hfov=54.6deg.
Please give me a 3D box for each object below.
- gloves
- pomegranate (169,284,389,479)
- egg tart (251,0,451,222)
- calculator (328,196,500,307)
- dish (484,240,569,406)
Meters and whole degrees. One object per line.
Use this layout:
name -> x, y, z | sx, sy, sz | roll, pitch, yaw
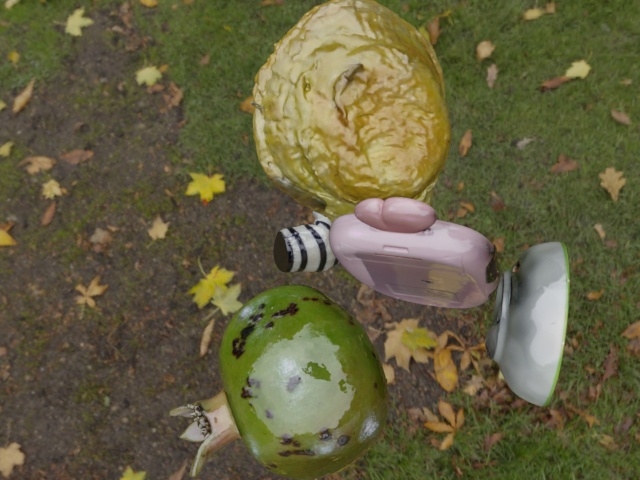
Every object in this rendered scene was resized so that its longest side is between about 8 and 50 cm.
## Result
gloves -> 0.007, 0.001, 1.362 | 0.218, 0.140, 0.131 | -12, 23, -25
pomegranate -> -0.064, 0.212, 0.941 | 0.323, 0.291, 0.291 | -2, 51, -15
egg tart -> 0.063, -0.177, 0.928 | 0.339, 0.352, 0.153 | 6, 12, -21
calculator -> 0.060, 0.014, 0.391 | 0.103, 0.166, 0.024 | 7, 72, 22
dish -> 0.397, 0.155, 1.233 | 0.124, 0.324, 0.324 | 7, 58, 12
